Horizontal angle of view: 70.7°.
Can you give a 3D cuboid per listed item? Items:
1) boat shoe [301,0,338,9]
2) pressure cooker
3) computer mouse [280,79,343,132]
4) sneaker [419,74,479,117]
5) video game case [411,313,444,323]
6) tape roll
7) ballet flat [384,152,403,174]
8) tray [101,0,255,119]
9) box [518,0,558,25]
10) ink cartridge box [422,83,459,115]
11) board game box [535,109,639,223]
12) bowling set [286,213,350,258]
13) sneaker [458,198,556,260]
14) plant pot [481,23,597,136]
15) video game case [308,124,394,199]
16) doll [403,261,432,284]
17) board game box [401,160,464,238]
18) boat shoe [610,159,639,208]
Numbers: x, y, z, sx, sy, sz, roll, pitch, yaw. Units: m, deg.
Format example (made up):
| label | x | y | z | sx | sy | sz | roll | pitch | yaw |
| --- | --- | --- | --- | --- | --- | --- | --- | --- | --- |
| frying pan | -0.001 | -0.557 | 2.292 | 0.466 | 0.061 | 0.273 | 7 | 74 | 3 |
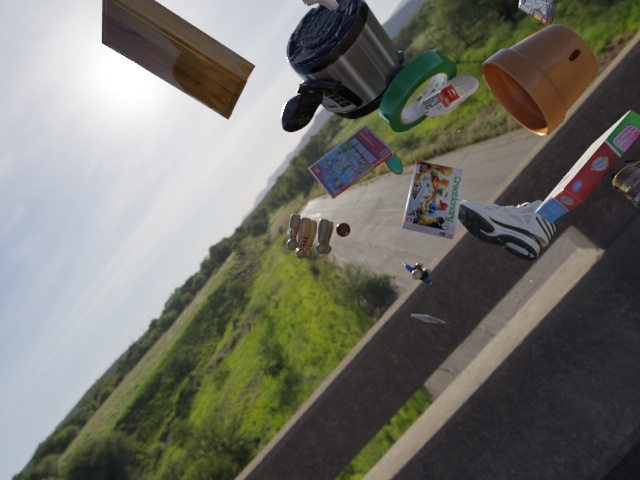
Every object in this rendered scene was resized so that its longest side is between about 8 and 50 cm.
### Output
| label | x | y | z | sx | sy | sz | roll | pitch | yaw |
| --- | --- | --- | --- | --- | --- | --- | --- | --- | --- |
| boat shoe | -0.035 | -0.712 | 1.295 | 0.063 | 0.184 | 0.066 | -49 | 29 | 31 |
| pressure cooker | 0.123 | -0.694 | 1.782 | 0.375 | 0.420 | 0.370 | -31 | 51 | 23 |
| computer mouse | -0.058 | -0.479 | 1.573 | 0.188 | 0.072 | 0.272 | -18 | -13 | -35 |
| sneaker | 0.495 | -0.538 | 1.703 | 0.235 | 0.095 | 0.090 | -17 | 57 | 43 |
| video game case | 0.453 | 0.330 | 1.898 | 0.087 | 0.122 | 0.011 | -5 | 67 | 47 |
| tape roll | 0.368 | -0.557 | 1.708 | 0.321 | 0.077 | 0.321 | -34 | -19 | -13 |
| ballet flat | 0.327 | -0.401 | 2.176 | 0.073 | 0.206 | 0.067 | -33 | -4 | -4 |
| tray | -0.407 | -0.526 | 1.278 | 0.203 | 0.411 | 0.076 | -37 | 27 | 58 |
| box | 0.736 | -0.804 | 1.525 | 0.027 | 0.137 | 0.094 | -30 | -32 | -6 |
| ink cartridge box | 0.431 | -0.501 | 1.612 | 0.115 | 0.063 | 0.029 | -23 | 23 | 46 |
| board game box | 0.825 | -0.216 | 1.391 | 0.316 | 0.064 | 0.242 | -48 | -13 | -4 |
| bowling set | 0.000 | 0.000 | 1.635 | 0.287 | 0.200 | 0.154 | 9 | -91 | -73 |
| sneaker | 0.858 | -0.105 | 2.073 | 0.257 | 0.447 | 0.169 | -40 | -39 | -15 |
| plant pot | 0.651 | -0.482 | 1.324 | 0.203 | 0.291 | 0.291 | -41 | 11 | 12 |
| video game case | 0.113 | -0.304 | 1.726 | 0.285 | 0.025 | 0.204 | -37 | 50 | 3 |
| doll | 0.369 | 0.121 | 1.705 | 0.046 | 0.129 | 0.189 | -57 | -13 | 14 |
| board game box | 0.436 | -0.162 | 1.736 | 0.053 | 0.193 | 0.305 | 88 | -164 | -60 |
| boat shoe | 0.872 | -0.175 | 1.233 | 0.324 | 0.116 | 0.123 | -15 | -39 | -54 |
